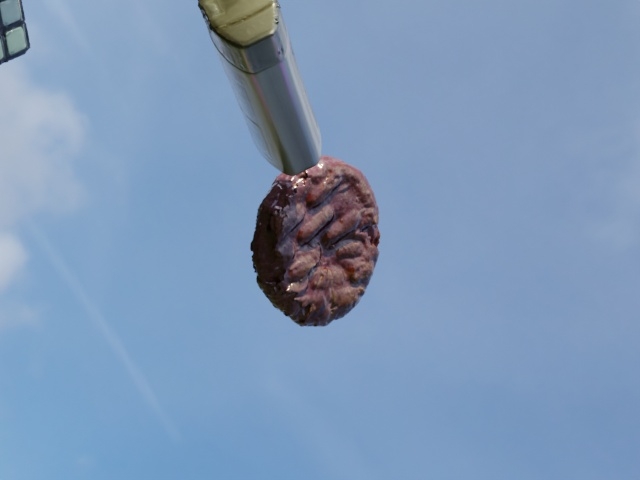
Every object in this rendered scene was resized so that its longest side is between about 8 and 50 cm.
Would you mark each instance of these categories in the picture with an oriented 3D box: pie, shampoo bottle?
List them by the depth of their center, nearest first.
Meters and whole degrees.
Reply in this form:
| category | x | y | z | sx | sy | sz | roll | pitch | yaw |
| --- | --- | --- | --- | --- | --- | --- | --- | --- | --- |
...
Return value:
| category | x | y | z | sx | sy | sz | roll | pitch | yaw |
| --- | --- | --- | --- | --- | --- | --- | --- | --- | --- |
| shampoo bottle | -0.045 | -0.132 | 1.275 | 0.086 | 0.056 | 0.227 | 61 | -3 | 24 |
| pie | 0.000 | 0.000 | 1.447 | 0.036 | 0.154 | 0.154 | 13 | -55 | 45 |

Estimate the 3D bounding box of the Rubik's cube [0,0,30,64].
| category | x | y | z | sx | sy | sz | roll | pitch | yaw |
| --- | --- | --- | --- | --- | --- | --- | --- | --- | --- |
| Rubik's cube | -0.452 | -0.272 | 1.786 | 0.187 | 0.184 | 0.182 | 18 | -54 | 38 |
